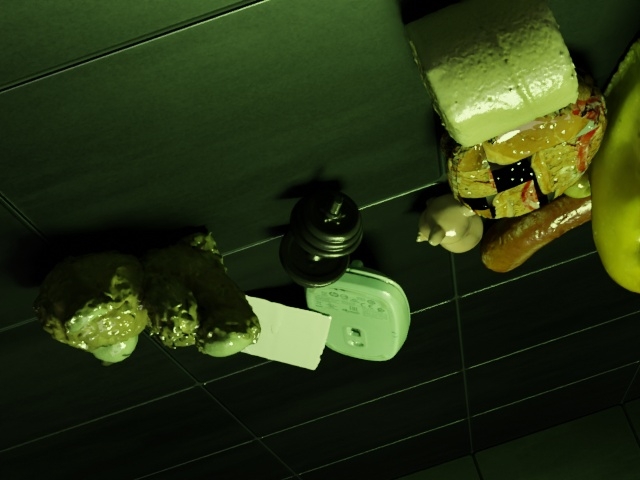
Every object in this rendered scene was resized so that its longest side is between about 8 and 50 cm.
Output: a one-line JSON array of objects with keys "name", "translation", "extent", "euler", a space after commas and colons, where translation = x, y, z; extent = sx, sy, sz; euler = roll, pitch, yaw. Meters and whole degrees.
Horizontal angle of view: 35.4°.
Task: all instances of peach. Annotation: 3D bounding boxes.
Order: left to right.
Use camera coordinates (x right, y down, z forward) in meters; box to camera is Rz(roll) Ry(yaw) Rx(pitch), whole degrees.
[{"name": "peach", "translation": [0.477, -0.101, 1.215], "extent": [0.242, 0.306, 0.380], "euler": [-4, 148, -14]}]

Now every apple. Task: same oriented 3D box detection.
[{"name": "apple", "translation": [0.368, -0.098, 1.403], "extent": [0.084, 0.071, 0.084], "euler": [-15, 156, -7]}]

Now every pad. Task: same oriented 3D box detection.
[{"name": "pad", "translation": [-0.068, 0.151, 1.623], "extent": [0.156, 0.004, 0.232], "euler": [15, 151, 0]}]

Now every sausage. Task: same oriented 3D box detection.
[{"name": "sausage", "translation": [0.359, -0.042, 1.509], "extent": [0.302, 0.076, 0.102], "euler": [-32, 152, 29]}]

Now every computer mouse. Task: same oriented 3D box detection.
[{"name": "computer mouse", "translation": [0.063, 0.095, 1.562], "extent": [0.159, 0.097, 0.288], "euler": [12, 151, 14]}]

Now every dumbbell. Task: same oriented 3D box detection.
[{"name": "dumbbell", "translation": [0.000, 0.000, 1.327], "extent": [0.099, 0.099, 0.208], "euler": [-9, 153, -19]}]

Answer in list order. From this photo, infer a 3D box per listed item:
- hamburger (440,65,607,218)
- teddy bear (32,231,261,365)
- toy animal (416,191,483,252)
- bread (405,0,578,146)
[{"name": "hamburger", "translation": [0.254, -0.125, 1.237], "extent": [0.230, 0.107, 0.231], "euler": [-9, 150, -6]}, {"name": "teddy bear", "translation": [-0.231, 0.080, 1.273], "extent": [0.256, 0.156, 0.267], "euler": [-10, -176, -27]}, {"name": "toy animal", "translation": [0.192, -0.024, 1.429], "extent": [0.089, 0.084, 0.150], "euler": [19, -179, 24]}, {"name": "bread", "translation": [0.175, -0.179, 1.029], "extent": [0.141, 0.134, 0.148], "euler": [-22, 145, 9]}]
